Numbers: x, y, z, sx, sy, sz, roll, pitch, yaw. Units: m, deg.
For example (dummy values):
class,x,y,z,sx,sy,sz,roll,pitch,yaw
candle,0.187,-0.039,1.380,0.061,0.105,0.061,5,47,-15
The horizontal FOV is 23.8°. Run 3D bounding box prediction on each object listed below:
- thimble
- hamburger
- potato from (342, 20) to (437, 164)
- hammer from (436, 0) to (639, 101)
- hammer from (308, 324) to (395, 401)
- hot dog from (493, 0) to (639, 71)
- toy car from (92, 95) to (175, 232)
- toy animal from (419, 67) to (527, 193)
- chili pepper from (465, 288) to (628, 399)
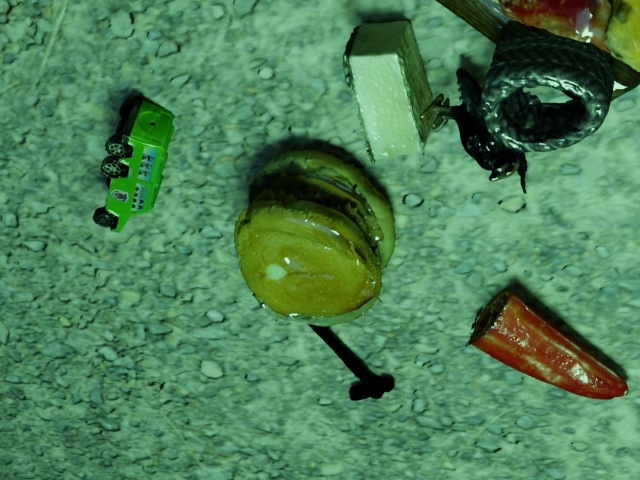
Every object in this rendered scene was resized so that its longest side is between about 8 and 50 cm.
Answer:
class,x,y,z,sx,sy,sz,roll,pitch,yaw
thimble,0.189,-0.121,1.263,0.104,0.066,0.095,13,137,11
hamburger,0.000,0.000,1.558,0.185,0.113,0.177,38,133,-18
potato,0.064,-0.139,1.400,0.061,0.086,0.122,-4,127,18
hammer,0.094,-0.238,1.295,0.409,0.095,0.242,32,139,-7
hammer,0.010,0.116,1.722,0.178,0.021,0.065,47,138,-15
hot dog,0.180,-0.316,0.987,0.367,0.196,0.365,33,130,47
toy car,-0.200,-0.076,1.631,0.063,0.071,0.165,17,138,-3
toy animal,0.144,-0.101,1.362,0.108,0.062,0.220,44,-178,31
chili pepper,0.242,0.116,1.554,0.169,0.065,0.088,30,155,-5
